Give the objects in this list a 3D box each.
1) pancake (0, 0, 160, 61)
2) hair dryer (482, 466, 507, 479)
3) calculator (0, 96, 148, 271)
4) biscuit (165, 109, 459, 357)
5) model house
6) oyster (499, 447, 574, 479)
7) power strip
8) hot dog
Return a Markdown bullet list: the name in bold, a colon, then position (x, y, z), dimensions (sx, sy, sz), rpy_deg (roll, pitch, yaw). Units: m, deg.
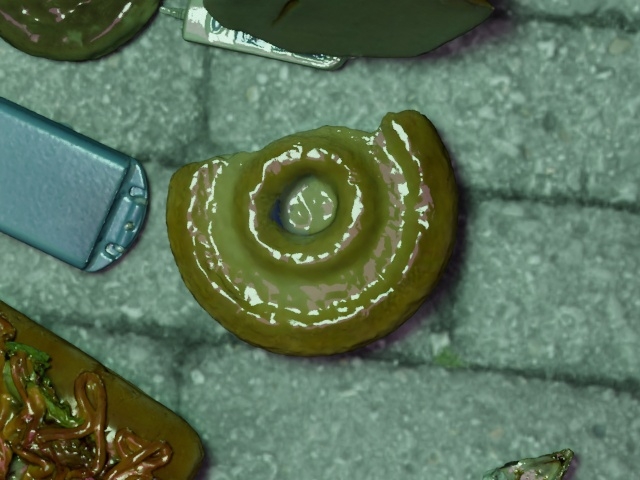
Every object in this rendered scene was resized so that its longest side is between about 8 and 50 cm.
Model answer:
- **pancake**: position (-0.239, -0.288, 1.784), dimensions (0.222, 0.042, 0.236), rpy_deg (33, 96, 9)
- **hair dryer**: position (0.162, 0.253, 1.726), dimensions (0.082, 0.047, 0.137), rpy_deg (10, 136, 10)
- **calculator**: position (-0.265, -0.055, 1.804), dimensions (0.210, 0.039, 0.121), rpy_deg (24, 95, 7)
- **biscuit**: position (0.000, 0.000, 1.743), dimensions (0.274, 0.091, 0.213), rpy_deg (-19, 89, 7)
- **model house**: position (0.034, -0.294, 1.692), dimensions (0.220, 0.199, 0.229), rpy_deg (26, 63, -30)
- **oyster**: position (0.196, 0.227, 1.758), dimensions (0.093, 0.034, 0.051), rpy_deg (-16, 75, 20)
- **power strip**: position (-0.058, -0.195, 1.769), dimensions (0.191, 0.030, 0.047), rpy_deg (13, 95, 7)
- **hot dog**: position (-0.277, 0.163, 1.781), dimensions (0.349, 0.117, 0.158), rpy_deg (34, 97, 5)
